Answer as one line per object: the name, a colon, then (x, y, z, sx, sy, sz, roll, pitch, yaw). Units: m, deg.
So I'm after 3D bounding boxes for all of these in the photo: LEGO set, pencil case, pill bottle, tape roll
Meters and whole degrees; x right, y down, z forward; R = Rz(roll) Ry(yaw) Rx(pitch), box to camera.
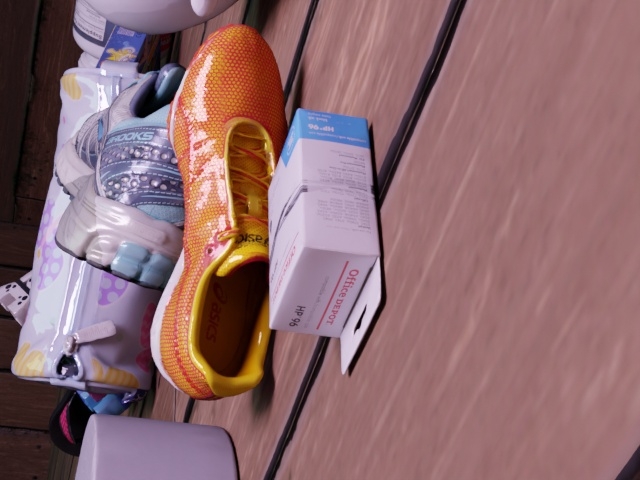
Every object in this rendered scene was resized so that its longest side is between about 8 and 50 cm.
LEGO set: (-0.216, 0.093, 1.207, 0.227, 0.093, 0.087, 31, 152, 48)
pencil case: (-0.180, -0.007, 1.040, 0.124, 0.113, 0.273, 34, -116, -73)
pill bottle: (-0.207, -0.247, 1.346, 0.108, 0.108, 0.180, -102, 24, -57)
tape roll: (-0.098, 0.202, 0.651, 0.219, 0.072, 0.219, -172, 90, -78)

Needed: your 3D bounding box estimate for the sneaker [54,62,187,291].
sneaker: (-0.106, -0.059, 0.854, 0.122, 0.110, 0.283, -61, 19, 9)

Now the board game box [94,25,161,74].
board game box: (-0.196, -0.124, 1.222, 0.136, 0.035, 0.201, 99, -177, -45)

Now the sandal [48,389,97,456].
sandal: (-0.265, 0.196, 1.419, 0.179, 0.067, 0.040, 114, 149, -42)

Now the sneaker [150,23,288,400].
sneaker: (-0.035, -0.014, 0.578, 0.067, 0.064, 0.175, -4, 82, 57)

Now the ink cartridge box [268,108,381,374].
ink cartridge box: (0.000, 0.000, 0.445, 0.048, 0.028, 0.083, 112, 161, -46)

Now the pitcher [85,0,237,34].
pitcher: (-0.062, -0.185, 0.676, 0.207, 0.125, 0.177, -47, 50, 49)
